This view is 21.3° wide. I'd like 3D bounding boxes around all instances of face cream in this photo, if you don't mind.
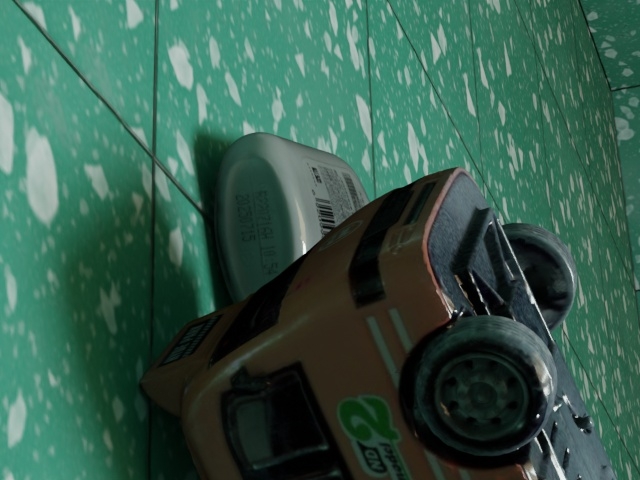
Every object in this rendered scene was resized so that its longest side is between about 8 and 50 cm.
[{"bbox_3d":[0.000,0.000,1.251,0.291,0.071,0.144,2,80,-73],"label":"face cream"}]

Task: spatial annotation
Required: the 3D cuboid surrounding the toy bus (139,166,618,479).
[{"bbox_3d":[0.085,0.188,1.015,0.427,0.233,0.203,65,19,-11],"label":"toy bus"}]
